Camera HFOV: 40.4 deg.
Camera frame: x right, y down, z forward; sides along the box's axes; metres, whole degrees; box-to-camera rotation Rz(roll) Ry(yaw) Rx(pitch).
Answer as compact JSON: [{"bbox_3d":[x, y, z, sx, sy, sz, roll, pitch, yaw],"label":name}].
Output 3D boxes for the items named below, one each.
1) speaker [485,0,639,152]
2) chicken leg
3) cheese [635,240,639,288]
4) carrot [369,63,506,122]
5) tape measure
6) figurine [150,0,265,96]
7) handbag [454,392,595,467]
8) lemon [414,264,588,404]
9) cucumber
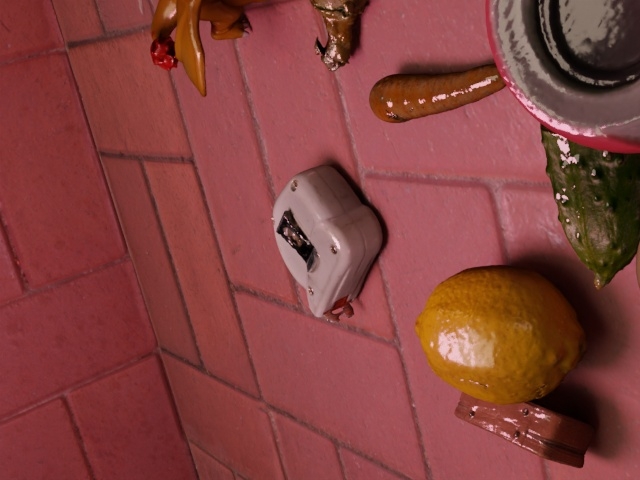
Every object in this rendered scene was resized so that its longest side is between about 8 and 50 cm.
[{"bbox_3d":[0.313,-0.234,0.847,0.294,0.294,0.294,37,139,41],"label":"speaker"},{"bbox_3d":[0.029,-0.371,1.392,0.103,0.088,0.228,16,127,31],"label":"chicken leg"},{"bbox_3d":[0.446,0.032,0.996,0.175,0.091,0.202,56,150,17],"label":"cheese"},{"bbox_3d":[0.182,-0.221,1.271,0.298,0.078,0.078,-1,109,54],"label":"carrot"},{"bbox_3d":[0.001,0.001,1.652,0.246,0.125,0.243,53,147,22],"label":"tape measure"},{"bbox_3d":[-0.222,-0.495,1.529,0.387,0.267,0.401,103,147,-65],"label":"figurine"},{"bbox_3d":[0.314,0.279,1.332,0.193,0.151,0.072,14,82,51],"label":"handbag"},{"bbox_3d":[0.257,0.134,1.256,0.260,0.204,0.204,6,117,36],"label":"lemon"},{"bbox_3d":[0.345,-0.050,1.070,0.134,0.134,0.245,22,131,51],"label":"cucumber"}]
